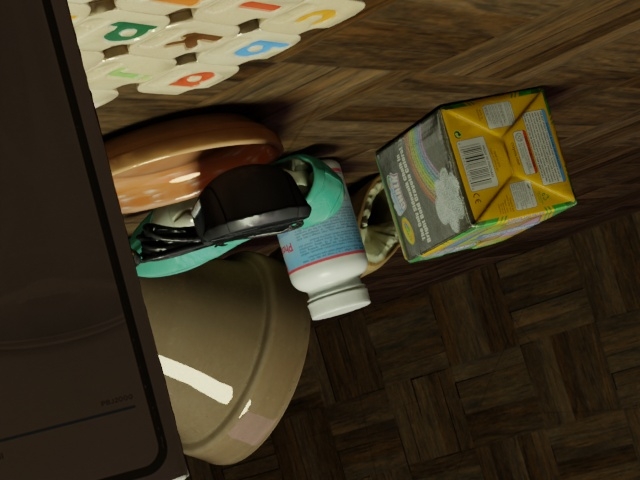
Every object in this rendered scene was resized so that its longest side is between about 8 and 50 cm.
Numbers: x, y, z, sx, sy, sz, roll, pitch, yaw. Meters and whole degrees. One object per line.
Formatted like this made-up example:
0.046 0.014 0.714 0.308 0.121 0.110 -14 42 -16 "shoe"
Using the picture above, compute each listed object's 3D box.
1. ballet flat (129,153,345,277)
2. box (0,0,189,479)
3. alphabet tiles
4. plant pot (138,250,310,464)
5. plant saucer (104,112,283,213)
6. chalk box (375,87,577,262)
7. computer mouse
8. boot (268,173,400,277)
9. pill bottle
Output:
-0.099 -0.034 1.424 0.247 0.083 0.087 -18 148 8 "ballet flat"
-0.160 -0.046 0.399 0.169 0.290 0.087 -11 169 -20 "box"
-0.109 -0.134 0.860 0.284 0.021 0.278 -22 170 34 "alphabet tiles"
-0.175 0.109 1.652 0.229 0.263 0.263 24 150 -29 "plant pot"
-0.132 -0.068 1.213 0.200 0.037 0.200 -16 173 -2 "plant saucer"
0.153 -0.061 1.497 0.132 0.132 0.213 -13 172 -23 "chalk box"
-0.105 -0.024 1.258 0.184 0.060 0.262 -13 178 -3 "computer mouse"
-0.007 0.058 1.720 0.089 0.236 0.269 25 150 -22 "boot"
0.000 0.000 1.496 0.087 0.160 0.087 -16 172 -2 "pill bottle"
